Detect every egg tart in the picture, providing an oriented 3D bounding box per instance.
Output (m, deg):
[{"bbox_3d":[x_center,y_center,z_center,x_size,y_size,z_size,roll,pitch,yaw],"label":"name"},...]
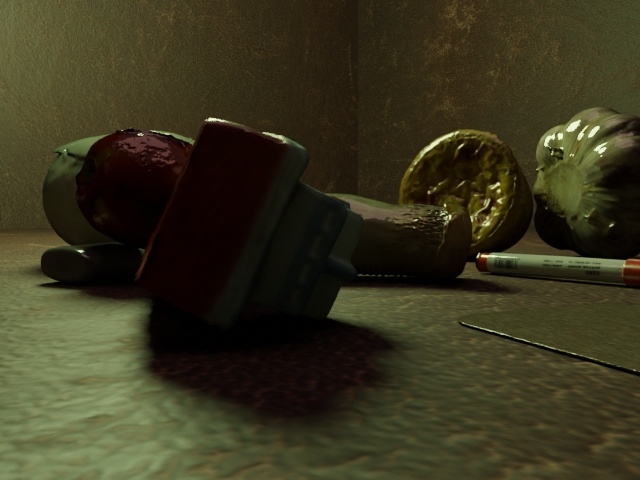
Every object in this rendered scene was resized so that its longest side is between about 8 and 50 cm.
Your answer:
[{"bbox_3d":[0.239,-0.061,0.999,0.202,0.203,0.147,2,-9,35],"label":"egg tart"}]

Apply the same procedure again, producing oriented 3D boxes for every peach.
[{"bbox_3d":[-0.175,-0.046,0.680,0.172,0.092,0.127,11,-41,-20],"label":"peach"}]

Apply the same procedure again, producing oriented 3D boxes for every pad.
[{"bbox_3d":[0.219,0.059,0.360,0.176,0.002,0.266,-2,4,-24],"label":"pad"}]

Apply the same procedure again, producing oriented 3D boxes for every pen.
[{"bbox_3d":[0.273,0.030,0.673,0.028,0.028,0.239,-3,4,-42],"label":"pen"}]

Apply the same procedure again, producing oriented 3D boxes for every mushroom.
[{"bbox_3d":[0.000,0.000,0.726,0.351,0.095,0.123,2,-20,23],"label":"mushroom"}]

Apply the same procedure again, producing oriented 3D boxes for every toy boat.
[{"bbox_3d":[-0.059,-0.010,0.504,0.133,0.145,0.332,23,-1,-15],"label":"toy boat"}]

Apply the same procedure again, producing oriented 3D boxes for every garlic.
[{"bbox_3d":[0.427,-0.080,0.948,0.160,0.245,0.245,-4,4,-20],"label":"garlic"}]

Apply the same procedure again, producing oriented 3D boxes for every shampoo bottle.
[{"bbox_3d":[-0.227,0.021,0.715,0.080,0.040,0.165,3,5,27],"label":"shampoo bottle"}]

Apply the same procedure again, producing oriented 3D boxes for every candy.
[{"bbox_3d":[-0.253,-0.058,0.906,0.295,0.185,0.295,2,19,-1],"label":"candy"}]
